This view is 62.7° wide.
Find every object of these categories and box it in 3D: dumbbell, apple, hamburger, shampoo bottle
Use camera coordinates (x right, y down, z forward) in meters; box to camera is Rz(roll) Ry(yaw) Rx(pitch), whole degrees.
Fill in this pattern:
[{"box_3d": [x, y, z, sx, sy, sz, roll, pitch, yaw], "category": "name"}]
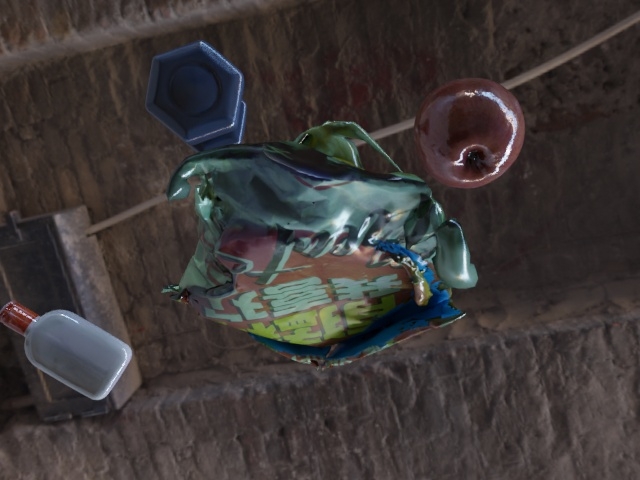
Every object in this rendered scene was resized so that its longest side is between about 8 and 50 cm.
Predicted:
[{"box_3d": [-0.207, -0.236, 0.936, 0.325, 0.144, 0.160, -151, -111, -83], "category": "dumbbell"}, {"box_3d": [0.207, -0.145, 0.735, 0.120, 0.153, 0.153, -86, 166, -49], "category": "apple"}, {"box_3d": [0.006, -0.005, 0.463, 0.276, 0.260, 0.150, 117, -15, -53], "category": "hamburger"}, {"box_3d": [-0.441, 0.177, 0.897, 0.108, 0.221, 0.051, -58, -176, -5], "category": "shampoo bottle"}]
